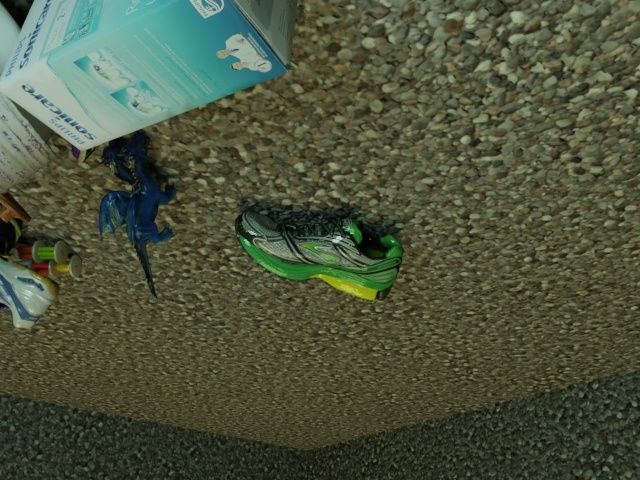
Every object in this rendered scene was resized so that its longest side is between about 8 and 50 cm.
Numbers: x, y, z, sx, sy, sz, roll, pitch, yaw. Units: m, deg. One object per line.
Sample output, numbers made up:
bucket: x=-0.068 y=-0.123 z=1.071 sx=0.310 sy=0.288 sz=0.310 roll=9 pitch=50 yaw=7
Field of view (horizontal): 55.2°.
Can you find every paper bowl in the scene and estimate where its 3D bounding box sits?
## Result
paper bowl: x=-0.427 y=-0.209 z=0.748 sx=0.148 sy=0.284 sz=0.284 roll=-38 pitch=152 yaw=-14

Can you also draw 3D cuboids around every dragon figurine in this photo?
dragon figurine: x=-0.326 y=-0.042 z=1.061 sx=0.085 sy=0.288 sz=0.144 roll=12 pitch=-175 yaw=26

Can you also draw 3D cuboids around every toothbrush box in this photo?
toothbrush box: x=-0.179 y=-0.250 z=0.669 sx=0.296 sy=0.216 sz=0.126 roll=-13 pitch=146 yaw=28

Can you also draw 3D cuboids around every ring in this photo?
ring: x=-0.546 y=-0.143 z=0.862 sx=0.337 sy=0.032 sz=0.336 roll=40 pitch=165 yaw=13

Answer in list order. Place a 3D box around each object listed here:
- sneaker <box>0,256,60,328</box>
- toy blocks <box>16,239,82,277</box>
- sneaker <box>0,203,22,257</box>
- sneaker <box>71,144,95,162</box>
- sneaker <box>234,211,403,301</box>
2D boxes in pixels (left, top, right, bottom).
sneaker: x=-0.717 y=0.086 z=1.311 sx=0.297 sy=0.130 sz=0.112 roll=25 pitch=166 yaw=13
toy blocks: x=-0.636 y=0.043 z=1.383 sx=0.148 sy=0.054 sz=0.123 roll=-1 pitch=151 yaw=8
sneaker: x=-0.669 y=-0.042 z=1.193 sx=0.084 sy=0.097 sz=0.234 roll=-6 pitch=149 yaw=15
sneaker: x=-0.381 y=-0.194 z=0.956 sx=0.071 sy=0.068 sz=0.169 roll=21 pitch=140 yaw=0
sneaker: x=0.000 y=0.000 z=1.208 sx=0.344 sy=0.134 sz=0.146 roll=15 pitch=123 yaw=-13
